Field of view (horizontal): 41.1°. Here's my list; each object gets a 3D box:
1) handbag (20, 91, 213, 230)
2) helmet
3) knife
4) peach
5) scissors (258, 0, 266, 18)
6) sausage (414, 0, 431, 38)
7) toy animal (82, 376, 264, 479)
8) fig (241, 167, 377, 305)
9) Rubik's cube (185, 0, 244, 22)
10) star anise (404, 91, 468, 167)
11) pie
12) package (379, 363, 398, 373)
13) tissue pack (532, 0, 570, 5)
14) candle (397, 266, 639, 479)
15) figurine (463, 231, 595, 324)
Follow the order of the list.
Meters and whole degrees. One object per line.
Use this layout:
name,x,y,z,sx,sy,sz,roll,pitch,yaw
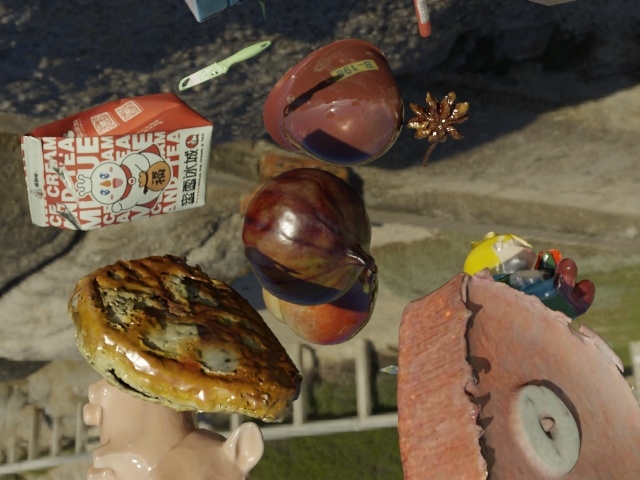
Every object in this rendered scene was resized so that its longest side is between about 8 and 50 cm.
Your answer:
handbag,-0.336,-0.131,1.380,0.298,0.151,0.171,-13,128,-34
helmet,0.072,-0.320,2.231,0.385,0.230,0.337,-17,136,-24
knife,-0.189,-0.348,1.701,0.207,0.030,0.014,-26,170,-2
peach,0.005,0.088,1.766,0.253,0.252,0.252,-2,164,-1
scissors,-0.150,-0.635,2.039,0.020,0.187,0.133,-10,174,0
sausage,0.242,-0.577,2.070,0.034,0.034,0.253,-6,149,11
toy animal,-0.251,0.352,1.414,0.269,0.326,0.237,-2,147,-22
fig,-0.013,-0.008,1.404,0.235,0.235,0.214,9,170,-34
Rubik's cube,-0.206,-0.605,1.664,0.225,0.221,0.231,-29,167,-8
star anise,0.325,-0.301,2.286,0.177,0.073,0.234,-18,140,14
pie,-0.161,0.114,1.007,0.308,0.308,0.085,9,117,-33
package,0.164,0.259,1.711,0.110,0.015,0.037,15,145,-41
tissue pack,0.336,-0.452,1.318,0.093,0.148,0.246,-3,-177,39
candle,0.168,0.173,0.789,0.131,0.287,0.317,-32,-179,37
figurine,0.290,0.049,1.215,0.127,0.234,0.185,38,122,-10
